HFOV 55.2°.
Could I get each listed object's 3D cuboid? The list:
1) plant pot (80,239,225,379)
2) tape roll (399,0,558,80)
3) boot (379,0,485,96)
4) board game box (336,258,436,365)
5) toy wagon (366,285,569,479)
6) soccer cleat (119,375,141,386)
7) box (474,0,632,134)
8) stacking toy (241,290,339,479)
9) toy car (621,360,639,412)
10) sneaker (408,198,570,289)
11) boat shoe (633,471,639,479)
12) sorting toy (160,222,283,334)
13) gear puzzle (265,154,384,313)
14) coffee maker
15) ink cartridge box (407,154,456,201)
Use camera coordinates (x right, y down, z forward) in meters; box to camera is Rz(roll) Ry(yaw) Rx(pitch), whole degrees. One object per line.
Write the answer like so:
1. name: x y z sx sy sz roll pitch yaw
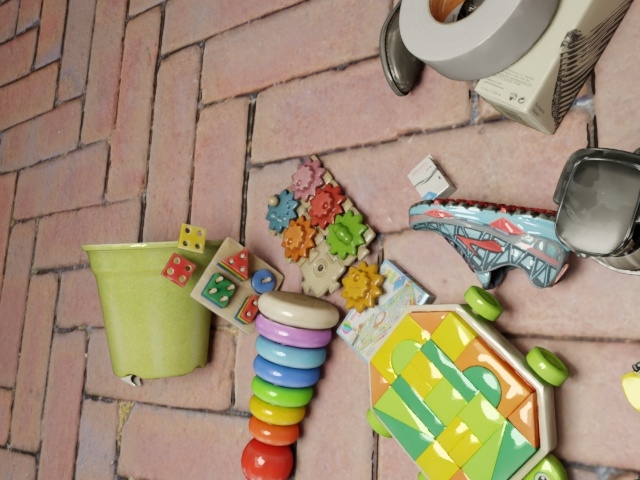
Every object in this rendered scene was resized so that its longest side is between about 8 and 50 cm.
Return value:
1. plant pot: -0.318 0.129 1.200 0.276 0.276 0.254 -3 89 38
2. tape roll: 0.216 -0.337 0.853 0.219 0.072 0.219 -22 59 41
3. boot: 0.221 -0.361 0.971 0.229 0.091 0.263 8 83 40
4. board game box: 0.104 0.122 0.995 0.103 0.026 0.154 43 107 36
5. toy wagon: 0.215 0.242 0.838 0.344 0.068 0.267 48 115 31
6. soccer cleat: -0.383 0.227 1.339 0.076 0.068 0.196 32 102 23
7. box: 0.339 -0.297 0.851 0.094 0.113 0.275 37 105 38
8. stacking toy: -0.068 0.259 1.048 0.141 0.141 0.330 17 97 39
9. toy car: 0.479 0.103 0.687 0.239 0.053 0.225 3 82 38
10. sneaker: 0.225 0.007 0.877 0.262 0.104 0.125 13 99 48
11. boat shoe: 0.379 0.302 0.712 0.083 0.065 0.183 -14 73 33
12. sorting toy: -0.148 0.073 1.096 0.046 0.274 0.132 -26 31 58
13. gear puzzle: 0.000 0.000 1.074 0.175 0.044 0.339 -50 49 19
14. coffee maker: 0.358 -0.052 0.736 0.120 0.178 0.171 -9 75 36
15. ink cartridge box: 0.175 -0.100 0.988 0.048 0.028 0.083 -43 57 23
